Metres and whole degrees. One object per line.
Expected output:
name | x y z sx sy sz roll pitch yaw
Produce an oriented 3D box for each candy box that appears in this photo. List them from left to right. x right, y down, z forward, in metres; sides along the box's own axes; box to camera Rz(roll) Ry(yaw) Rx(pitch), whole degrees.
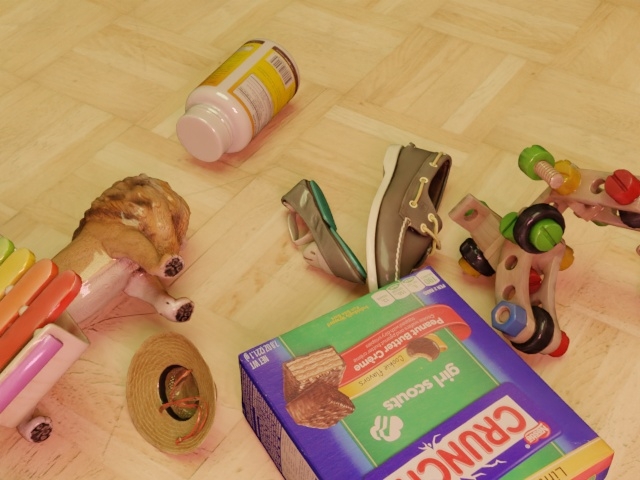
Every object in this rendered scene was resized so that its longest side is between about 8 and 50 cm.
candy box | 0.099 0.207 1.014 0.268 0.122 0.317 -24 49 -21

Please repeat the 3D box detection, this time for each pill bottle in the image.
pill bottle | -0.130 -0.216 1.468 0.117 0.117 0.215 20 48 22

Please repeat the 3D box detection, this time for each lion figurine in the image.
lion figurine | -0.305 0.064 1.174 0.392 0.142 0.240 -35 45 -24

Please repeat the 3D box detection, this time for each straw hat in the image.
straw hat | -0.155 0.176 1.096 0.144 0.145 0.061 34 16 32

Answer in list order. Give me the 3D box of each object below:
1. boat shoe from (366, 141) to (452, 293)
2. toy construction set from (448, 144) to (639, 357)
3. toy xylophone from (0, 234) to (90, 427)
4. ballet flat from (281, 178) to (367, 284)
boat shoe | 0.120 -0.028 1.267 0.091 0.109 0.305 2 40 12
toy construction set | 0.313 -0.013 1.190 0.308 0.258 0.237 4 27 -23
toy xylophone | -0.376 0.108 1.040 0.322 0.081 0.236 24 74 46
ballet flat | 0.000 0.000 1.286 0.068 0.072 0.213 -34 45 7
